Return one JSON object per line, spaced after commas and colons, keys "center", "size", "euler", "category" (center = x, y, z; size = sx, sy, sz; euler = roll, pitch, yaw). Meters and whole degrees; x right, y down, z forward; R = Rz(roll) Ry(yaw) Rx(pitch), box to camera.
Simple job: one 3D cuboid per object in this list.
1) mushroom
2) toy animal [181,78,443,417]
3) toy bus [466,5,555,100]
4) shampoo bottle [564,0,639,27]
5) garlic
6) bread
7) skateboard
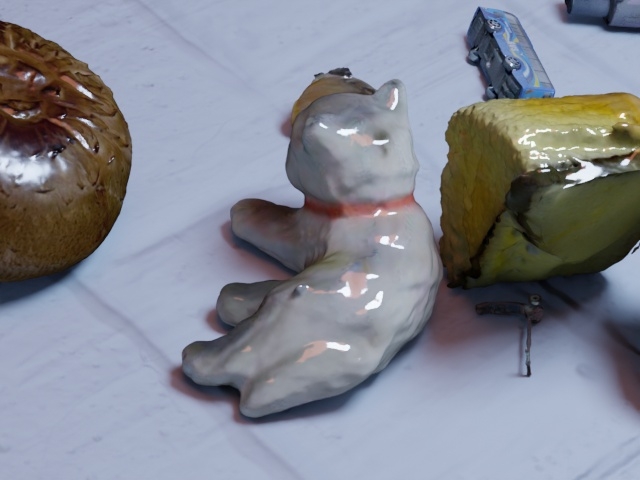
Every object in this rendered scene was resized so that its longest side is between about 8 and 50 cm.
{"center": [-0.312, -0.089, 1.721], "size": [0.278, 0.163, 0.297], "euler": [-1, 44, -13], "category": "mushroom"}
{"center": [0.000, 0.000, 1.676], "size": [0.308, 0.188, 0.266], "euler": [-19, 57, -33], "category": "toy animal"}
{"center": [0.205, -0.193, 2.021], "size": [0.061, 0.051, 0.153], "euler": [7, 39, -22], "category": "toy bus"}
{"center": [0.389, -0.276, 2.132], "size": [0.214, 0.072, 0.072], "euler": [2, 42, -7], "category": "shampoo bottle"}
{"center": [0.037, -0.122, 1.896], "size": [0.152, 0.066, 0.084], "euler": [21, 63, 35], "category": "garlic"}
{"center": [0.224, -0.058, 1.710], "size": [0.204, 0.262, 0.163], "euler": [-2, 68, -17], "category": "bread"}
{"center": [0.176, 0.086, 1.719], "size": [0.064, 0.032, 0.083], "euler": [0, 39, 4], "category": "skateboard"}
